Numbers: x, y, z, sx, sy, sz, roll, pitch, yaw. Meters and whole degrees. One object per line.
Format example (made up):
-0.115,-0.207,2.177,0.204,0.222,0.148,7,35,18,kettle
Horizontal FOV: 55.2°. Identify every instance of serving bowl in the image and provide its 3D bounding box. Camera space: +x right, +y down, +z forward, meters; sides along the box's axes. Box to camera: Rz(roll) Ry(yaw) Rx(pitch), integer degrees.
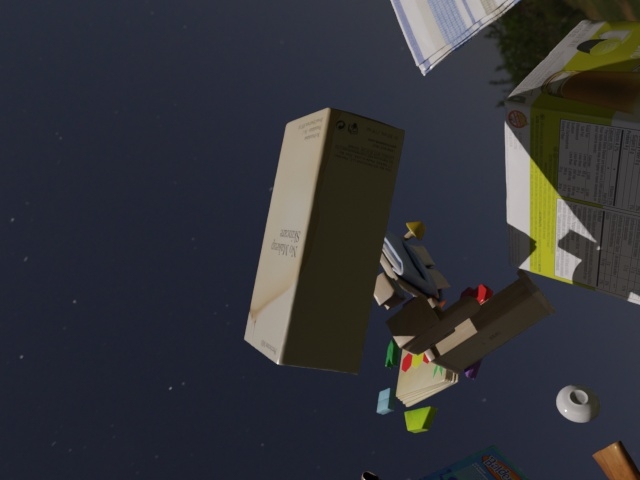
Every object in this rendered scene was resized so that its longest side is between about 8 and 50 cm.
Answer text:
0.523,0.325,1.241,0.083,0.083,0.027,-99,-6,-47,serving bowl

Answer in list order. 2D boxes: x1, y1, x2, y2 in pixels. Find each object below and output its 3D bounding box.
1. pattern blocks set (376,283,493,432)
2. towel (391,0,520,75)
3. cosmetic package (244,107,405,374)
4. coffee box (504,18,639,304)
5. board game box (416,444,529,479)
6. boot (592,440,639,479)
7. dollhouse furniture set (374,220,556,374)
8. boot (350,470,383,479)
0.215,0.234,1.202,0.026,0.325,0.286,24,-114,-17,pattern blocks set
0.270,-0.485,1.190,0.034,0.285,0.209,-1,-114,-47,towel
0.000,0.000,0.799,0.113,0.310,0.160,13,177,-22,cosmetic package
0.531,-0.134,1.009,0.334,0.338,0.337,18,-131,36,coffee box
0.272,0.454,1.050,0.210,0.047,0.160,-12,-149,-26,board game box
0.672,0.528,1.207,0.264,0.096,0.281,67,180,-68,boot
0.196,0.028,1.025,0.286,0.198,0.303,33,-156,-53,dollhouse furniture set
0.099,0.513,1.284,0.042,0.118,0.087,-55,-37,-39,boot
